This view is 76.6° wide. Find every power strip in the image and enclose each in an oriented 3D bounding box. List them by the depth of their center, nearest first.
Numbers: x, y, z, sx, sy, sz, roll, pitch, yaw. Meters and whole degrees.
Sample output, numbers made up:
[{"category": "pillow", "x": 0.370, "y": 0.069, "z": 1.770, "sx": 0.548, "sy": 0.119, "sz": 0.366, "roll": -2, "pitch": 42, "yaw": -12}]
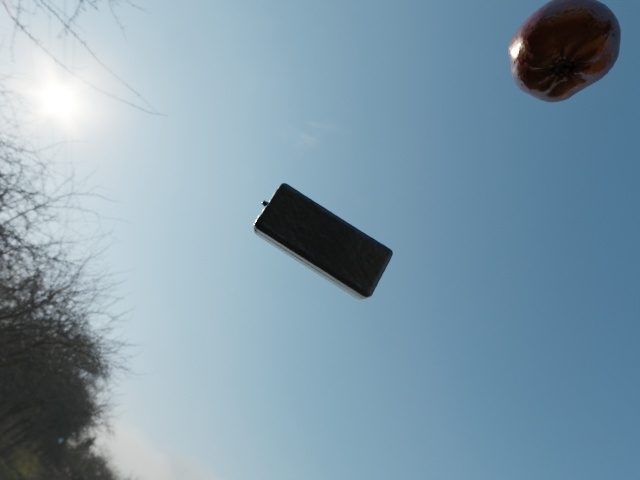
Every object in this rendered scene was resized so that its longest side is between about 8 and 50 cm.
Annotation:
[{"category": "power strip", "x": 0.000, "y": 0.000, "z": 0.747, "sx": 0.256, "sy": 0.105, "sz": 0.070, "roll": 33, "pitch": -19, "yaw": -3}]

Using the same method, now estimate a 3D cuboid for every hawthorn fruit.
[{"category": "hawthorn fruit", "x": 0.451, "y": -0.365, "z": 0.761, "sx": 0.179, "sy": 0.200, "sz": 0.179, "roll": 16, "pitch": -43, "yaw": 15}]
